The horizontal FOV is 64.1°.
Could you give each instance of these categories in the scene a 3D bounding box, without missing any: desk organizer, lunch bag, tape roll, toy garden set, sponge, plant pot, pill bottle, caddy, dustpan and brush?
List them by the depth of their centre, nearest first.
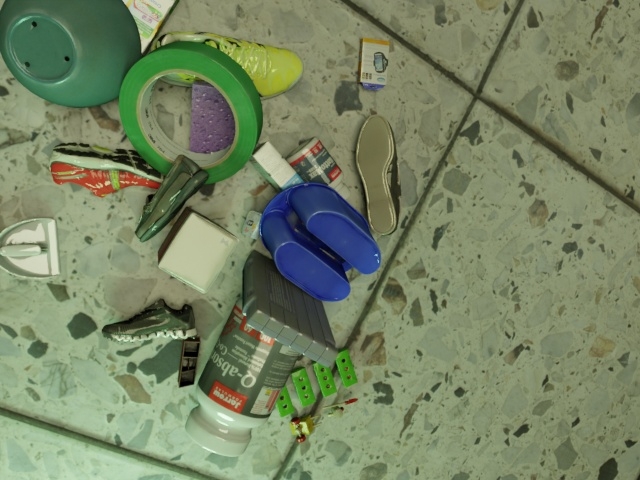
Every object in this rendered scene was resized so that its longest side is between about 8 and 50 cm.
[{"bbox_3d":[-0.552,-0.415,1.086,0.290,0.195,0.291,-2,115,-4],"label":"plant pot"},{"bbox_3d":[-0.297,-0.289,1.188,0.321,0.077,0.322,3,124,5],"label":"tape roll"},{"bbox_3d":[-0.736,0.025,1.200,0.211,0.060,0.148,-4,98,-17],"label":"dustpan and brush"},{"bbox_3d":[-0.265,-0.284,1.279,0.117,0.031,0.210,2,123,-16],"label":"sponge"},{"bbox_3d":[-0.194,0.348,1.327,0.210,0.210,0.363,26,88,-18],"label":"pill bottle"},{"bbox_3d":[0.000,0.000,1.346,0.241,0.179,0.341,-43,127,10],"label":"caddy"},{"bbox_3d":[-0.175,-0.042,1.353,0.053,0.083,0.071,23,90,-18],"label":"lunch bag"},{"bbox_3d":[-0.349,0.323,1.360,0.047,0.050,0.130,7,95,-18],"label":"desk organizer"},{"bbox_3d":[-0.001,-0.178,1.379,0.108,0.108,0.180,-41,106,-9],"label":"pill bottle"},{"bbox_3d":[-0.009,0.448,1.483,0.244,0.049,0.204,-20,100,-15],"label":"toy garden set"}]

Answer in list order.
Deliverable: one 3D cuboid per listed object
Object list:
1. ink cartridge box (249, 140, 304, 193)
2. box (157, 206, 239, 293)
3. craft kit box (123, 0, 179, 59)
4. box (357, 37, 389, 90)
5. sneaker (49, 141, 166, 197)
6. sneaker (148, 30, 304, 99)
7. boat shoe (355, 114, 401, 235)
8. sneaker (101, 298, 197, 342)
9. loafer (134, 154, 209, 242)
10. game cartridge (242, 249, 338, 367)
[{"bbox_3d":[-0.130,-0.199,1.337,0.060,0.104,0.180,-44,107,-8],"label":"ink cartridge box"},{"bbox_3d":[-0.304,0.015,1.242,0.126,0.232,0.149,33,86,-19],"label":"box"},{"bbox_3d":[-0.503,-0.553,1.209,0.249,0.061,0.247,32,84,-18],"label":"craft kit box"},{"bbox_3d":[0.147,-0.490,1.430,0.081,0.028,0.136,2,98,-17],"label":"box"},{"bbox_3d":[-0.504,-0.157,1.245,0.278,0.107,0.118,10,120,-23],"label":"sneaker"},{"bbox_3d":[-0.222,-0.430,1.261,0.384,0.147,0.145,-4,96,-18],"label":"sneaker"},{"bbox_3d":[0.169,-0.182,1.451,0.112,0.095,0.336,-4,95,19],"label":"boat shoe"},{"bbox_3d":[-0.433,0.201,1.310,0.234,0.078,0.106,1,93,-21],"label":"sneaker"},{"bbox_3d":[-0.377,-0.102,1.245,0.267,0.096,0.084,-40,96,26],"label":"loafer"},{"bbox_3d":[-0.088,0.156,1.265,0.230,0.355,0.068,28,104,-17],"label":"game cartridge"}]
